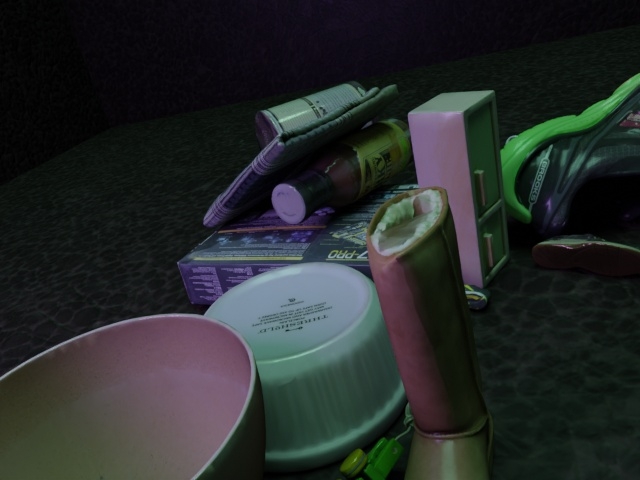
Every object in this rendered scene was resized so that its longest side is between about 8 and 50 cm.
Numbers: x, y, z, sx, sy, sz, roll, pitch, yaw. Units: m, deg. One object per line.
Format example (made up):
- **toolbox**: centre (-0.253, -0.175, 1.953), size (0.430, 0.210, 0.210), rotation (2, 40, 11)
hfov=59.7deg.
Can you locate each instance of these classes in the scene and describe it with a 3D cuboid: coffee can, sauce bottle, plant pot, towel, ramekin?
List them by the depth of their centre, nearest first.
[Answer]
- **plant pot**: centre (-0.167, 0.222, 0.485), size (0.284, 0.191, 0.284), rotation (-12, 24, 6)
- **ramekin**: centre (-0.028, 0.132, 0.683), size (0.272, 0.127, 0.273), rotation (-11, 24, 5)
- **sauce bottle**: centre (0.048, -0.124, 0.990), size (0.111, 0.111, 0.344), rotation (7, 29, 38)
- **towel**: centre (-0.041, -0.161, 1.023), size (0.324, 0.056, 0.312), rotation (-34, -2, -40)
- **coffee can**: centre (-0.009, -0.289, 1.490), size (0.275, 0.202, 0.201), rotation (-23, 26, -19)

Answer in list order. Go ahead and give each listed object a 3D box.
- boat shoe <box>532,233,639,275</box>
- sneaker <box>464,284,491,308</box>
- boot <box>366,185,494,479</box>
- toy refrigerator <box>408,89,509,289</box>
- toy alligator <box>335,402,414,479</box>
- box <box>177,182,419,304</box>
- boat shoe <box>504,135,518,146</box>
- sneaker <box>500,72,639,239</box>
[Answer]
- **boat shoe**: centre (0.386, 0.014, 0.801), size (0.152, 0.056, 0.049), rotation (8, 37, 40)
- **sneaker**: centre (0.205, 0.078, 0.799), size (0.083, 0.031, 0.035), rotation (15, 24, 41)
- **boot**: centre (0.088, 0.122, 0.466), size (0.089, 0.270, 0.236), rotation (-8, 24, 18)
- **toy refrigerator**: centre (0.212, -0.072, 0.819), size (0.094, 0.270, 0.102), rotation (9, 32, 40)
- **toy alligator**: centre (0.045, 0.228, 0.534), size (0.189, 0.056, 0.051), rotation (-41, -5, -46)
- **box**: centre (0.000, 0.000, 0.992), size (0.395, 0.097, 0.318), rotation (-1, 25, 25)
- **boat shoe**: centre (0.400, -0.139, 1.086), size (0.095, 0.084, 0.258), rotation (-11, 25, 5)
- **sneaker**: centre (0.512, -0.142, 0.927), size (0.482, 0.185, 0.202), rotation (-28, 66, -5)
